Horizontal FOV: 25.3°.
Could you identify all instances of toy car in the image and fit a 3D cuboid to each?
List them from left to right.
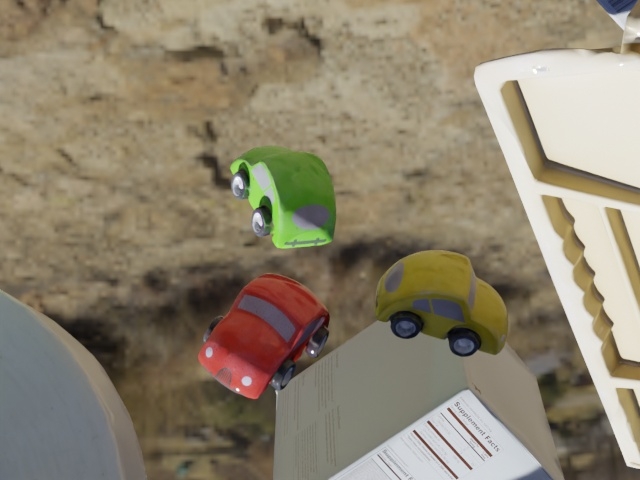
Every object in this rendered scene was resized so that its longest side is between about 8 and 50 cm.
[{"bbox_3d":[0.000,0.000,0.999,0.239,0.225,0.053,-6,136,-30],"label":"toy car"}]

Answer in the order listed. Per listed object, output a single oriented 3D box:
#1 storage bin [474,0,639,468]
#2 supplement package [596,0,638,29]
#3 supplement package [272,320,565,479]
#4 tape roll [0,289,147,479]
[{"bbox_3d":[0.204,-0.068,0.580,0.123,0.262,0.260,14,146,39],"label":"storage bin"},{"bbox_3d":[0.288,-0.388,1.405,0.175,0.293,0.177,-32,153,20],"label":"supplement package"},{"bbox_3d":[0.081,0.176,1.246,0.203,0.194,0.149,-36,112,16],"label":"supplement package"},{"bbox_3d":[-0.242,0.155,0.792,0.286,0.286,0.100,-3,171,0],"label":"tape roll"}]
